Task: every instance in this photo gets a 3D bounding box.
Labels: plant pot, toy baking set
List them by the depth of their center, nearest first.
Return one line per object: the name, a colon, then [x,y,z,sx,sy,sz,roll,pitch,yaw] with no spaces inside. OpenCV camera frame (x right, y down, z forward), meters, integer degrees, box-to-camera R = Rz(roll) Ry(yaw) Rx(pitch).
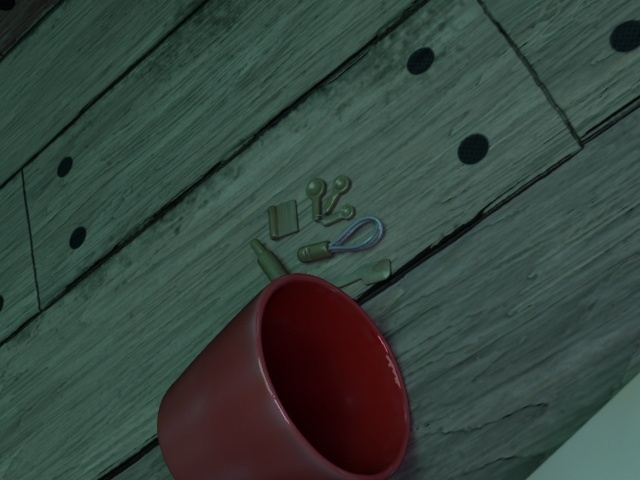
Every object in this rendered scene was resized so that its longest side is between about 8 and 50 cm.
plant pot: [-0.061,0.217,1.105,0.243,0.275,0.275,-34,52,31]
toy baking set: [-0.005,0.004,1.301,0.197,0.030,0.256,-44,49,12]

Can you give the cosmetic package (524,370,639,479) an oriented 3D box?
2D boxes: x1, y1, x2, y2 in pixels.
cosmetic package: [0.291,0.297,0.879,0.309,0.113,0.160,-47,49,9]
